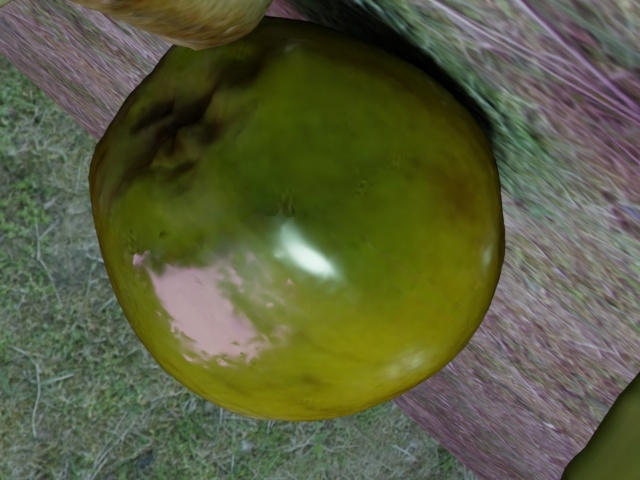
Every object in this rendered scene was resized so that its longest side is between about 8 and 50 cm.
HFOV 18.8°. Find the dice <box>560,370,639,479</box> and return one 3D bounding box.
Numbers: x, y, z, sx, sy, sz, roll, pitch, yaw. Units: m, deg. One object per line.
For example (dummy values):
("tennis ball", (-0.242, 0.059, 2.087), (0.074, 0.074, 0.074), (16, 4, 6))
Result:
("dice", (0.217, 0.132, 0.577), (0.227, 0.233, 0.238), (40, 174, -20))

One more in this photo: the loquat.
("loquat", (0.000, 0.000, 0.992), (0.213, 0.213, 0.246), (31, 171, 48))

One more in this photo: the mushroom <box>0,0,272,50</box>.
("mushroom", (-0.135, -0.171, 0.792), (0.278, 0.146, 0.278), (32, -178, -1))
